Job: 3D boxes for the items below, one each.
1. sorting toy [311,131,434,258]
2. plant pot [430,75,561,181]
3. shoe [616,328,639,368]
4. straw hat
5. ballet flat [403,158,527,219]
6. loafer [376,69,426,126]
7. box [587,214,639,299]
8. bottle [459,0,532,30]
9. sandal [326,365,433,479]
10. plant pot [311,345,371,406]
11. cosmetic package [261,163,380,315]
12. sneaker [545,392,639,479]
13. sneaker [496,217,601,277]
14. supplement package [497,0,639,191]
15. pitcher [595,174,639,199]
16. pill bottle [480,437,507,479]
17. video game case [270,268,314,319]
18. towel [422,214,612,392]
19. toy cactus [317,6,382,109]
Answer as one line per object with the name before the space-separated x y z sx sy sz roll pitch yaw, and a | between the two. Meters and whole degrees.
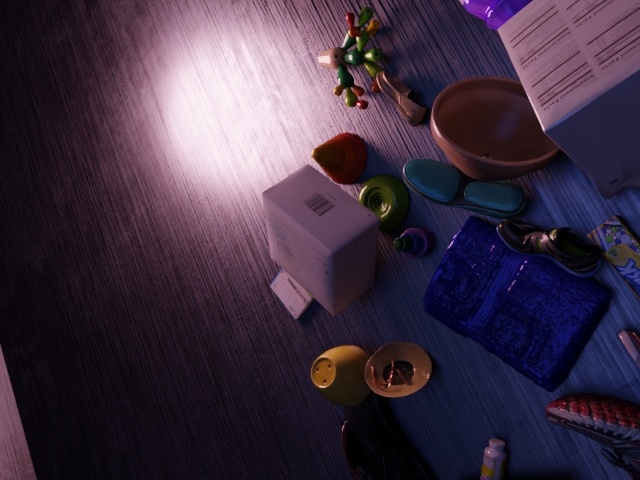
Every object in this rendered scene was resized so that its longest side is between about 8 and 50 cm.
sorting toy | 0.092 -0.101 1.302 0.127 0.126 0.366 -51 62 26
plant pot | 0.317 -0.186 1.107 0.237 0.237 0.110 43 153 28
shoe | 0.576 0.209 0.990 0.081 0.063 0.178 -37 64 16
straw hat | 0.168 0.291 1.288 0.144 0.144 0.061 22 144 34
ballet flat | 0.278 -0.093 1.178 0.247 0.087 0.083 20 84 23
loafer | 0.175 -0.309 1.279 0.050 0.056 0.148 -42 78 29
box | 0.534 0.041 1.017 0.059 0.054 0.169 -43 66 29
bottle | 0.316 -0.488 1.141 0.118 0.092 0.283 -40 68 29
sandal | 0.106 0.453 1.317 0.167 0.107 0.446 -39 68 30
plant pot | 0.034 0.290 1.306 0.134 0.095 0.134 -14 67 36
cosmetic package | 0.000 0.000 1.304 0.224 0.138 0.225 40 153 30
sneaker | 0.520 0.343 0.996 0.299 0.120 0.112 18 104 35
sneaker | 0.407 -0.002 1.069 0.188 0.067 0.078 27 149 32
supplement package | 0.439 -0.261 0.929 0.198 0.199 0.263 -36 42 32
pitcher | 0.565 -0.147 0.954 0.207 0.125 0.178 8 89 48
pill bottle | 0.341 0.434 1.180 0.043 0.043 0.084 12 98 36
video game case | -0.047 0.097 1.480 0.119 0.015 0.166 50 118 26
towel | 0.354 0.116 1.141 0.308 0.076 0.228 33 111 32
toy cactus | 0.058 -0.405 1.344 0.180 0.112 0.219 15 109 46
